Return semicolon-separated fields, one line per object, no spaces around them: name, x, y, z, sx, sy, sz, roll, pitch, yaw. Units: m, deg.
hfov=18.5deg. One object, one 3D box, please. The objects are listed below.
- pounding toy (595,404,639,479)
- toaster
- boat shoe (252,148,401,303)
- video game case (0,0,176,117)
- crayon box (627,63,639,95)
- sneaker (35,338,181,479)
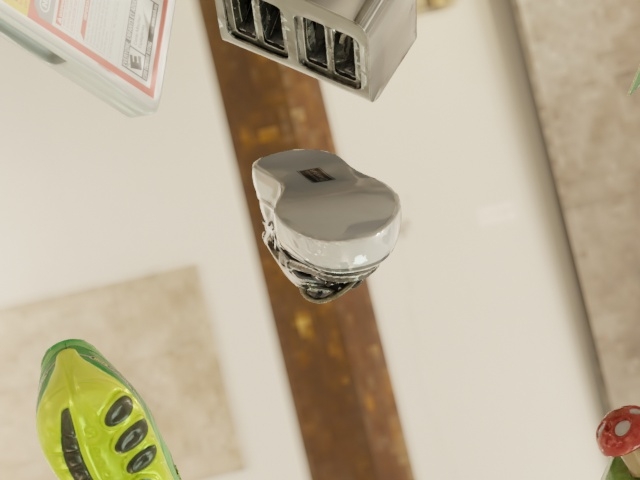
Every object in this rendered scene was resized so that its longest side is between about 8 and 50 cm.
pounding toy;0.309;0.153;1.585;0.237;0.110;0.183;-23;-162;25
toaster;0.000;-0.227;1.793;0.168;0.110;0.186;23;158;12
boat shoe;0.000;0.000;1.248;0.080;0.076;0.228;-9;-164;-13
video game case;-0.176;-0.218;1.115;0.025;0.204;0.285;-10;153;35
crayon box;0.471;-0.266;2.033;0.323;0.083;0.203;-39;163;-19
sneaker;-0.152;0.195;1.550;0.109;0.295;0.123;-15;-142;-6
